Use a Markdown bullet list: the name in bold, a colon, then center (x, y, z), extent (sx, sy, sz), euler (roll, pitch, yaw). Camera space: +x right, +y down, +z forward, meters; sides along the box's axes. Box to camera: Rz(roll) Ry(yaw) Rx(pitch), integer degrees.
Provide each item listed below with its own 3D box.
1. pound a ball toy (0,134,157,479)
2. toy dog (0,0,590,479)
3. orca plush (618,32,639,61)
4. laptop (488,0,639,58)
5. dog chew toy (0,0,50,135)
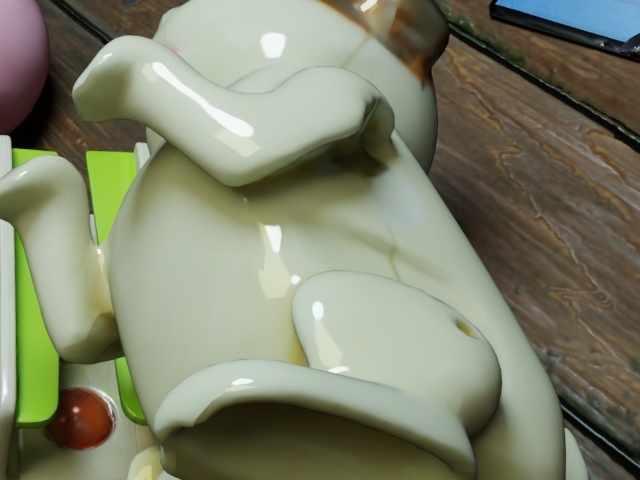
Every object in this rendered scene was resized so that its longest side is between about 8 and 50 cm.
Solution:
- **pound a ball toy**: center (-0.147, 0.074, 0.908), extent (0.208, 0.136, 0.319), euler (1, 47, -18)
- **toy dog**: center (0.000, 0.000, 0.732), extent (0.395, 0.284, 0.408), euler (8, 51, -22)
- **orca plush**: center (0.329, -0.070, 0.721), extent (0.287, 0.151, 0.102), euler (55, 133, 26)
- **laptop**: center (0.278, -0.291, 0.936), extent (0.234, 0.264, 0.136), euler (25, 35, 32)
- **dog chew toy**: center (-0.399, -0.114, 1.079), extent (0.206, 0.206, 0.332), euler (31, 83, 34)
